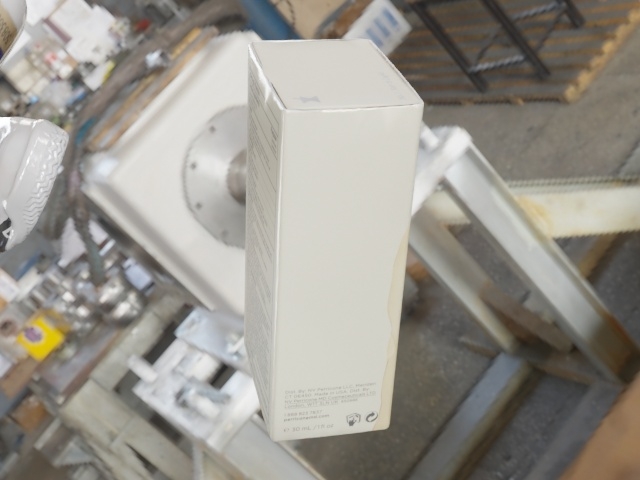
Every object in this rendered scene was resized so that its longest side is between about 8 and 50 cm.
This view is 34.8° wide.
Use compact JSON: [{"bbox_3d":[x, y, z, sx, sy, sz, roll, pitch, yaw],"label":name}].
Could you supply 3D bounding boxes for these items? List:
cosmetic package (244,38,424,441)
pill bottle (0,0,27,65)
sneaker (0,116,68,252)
[{"bbox_3d":[0.000,0.000,0.874,0.113,0.310,0.160,-3,31,-13],"label":"cosmetic package"},{"bbox_3d":[-0.261,-0.043,0.447,0.153,0.153,0.265,1,58,60],"label":"pill bottle"},{"bbox_3d":[-0.414,-0.081,1.015,0.365,0.210,0.137,-5,65,48],"label":"sneaker"}]
